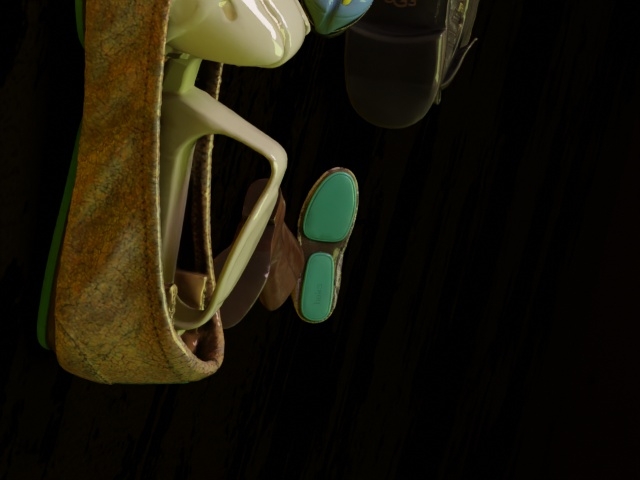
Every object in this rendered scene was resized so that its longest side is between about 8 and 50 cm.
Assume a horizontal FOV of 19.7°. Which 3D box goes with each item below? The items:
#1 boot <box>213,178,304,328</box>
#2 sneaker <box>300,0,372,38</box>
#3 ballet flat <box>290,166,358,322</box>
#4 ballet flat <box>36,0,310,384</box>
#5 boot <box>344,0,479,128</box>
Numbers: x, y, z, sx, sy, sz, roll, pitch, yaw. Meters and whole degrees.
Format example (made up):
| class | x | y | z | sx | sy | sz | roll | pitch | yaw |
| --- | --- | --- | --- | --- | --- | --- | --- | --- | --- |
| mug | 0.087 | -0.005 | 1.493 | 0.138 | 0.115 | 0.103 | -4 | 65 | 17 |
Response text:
| class | x | y | z | sx | sy | sz | roll | pitch | yaw |
| --- | --- | --- | --- | --- | --- | --- | --- | --- | --- |
| boot | -0.040 | 0.027 | 1.194 | 0.114 | 0.037 | 0.106 | 79 | 31 | -66 |
| sneaker | 0.025 | -0.212 | 1.170 | 0.078 | 0.067 | 0.188 | 123 | -13 | -68 |
| ballet flat | 0.000 | 0.000 | 1.311 | 0.041 | 0.041 | 0.114 | -27 | 130 | -70 |
| ballet flat | -0.062 | -0.074 | 0.885 | 0.107 | 0.106 | 0.316 | -43 | 144 | -62 |
| boot | 0.083 | -0.209 | 1.340 | 0.229 | 0.091 | 0.263 | -48 | 153 | -69 |
